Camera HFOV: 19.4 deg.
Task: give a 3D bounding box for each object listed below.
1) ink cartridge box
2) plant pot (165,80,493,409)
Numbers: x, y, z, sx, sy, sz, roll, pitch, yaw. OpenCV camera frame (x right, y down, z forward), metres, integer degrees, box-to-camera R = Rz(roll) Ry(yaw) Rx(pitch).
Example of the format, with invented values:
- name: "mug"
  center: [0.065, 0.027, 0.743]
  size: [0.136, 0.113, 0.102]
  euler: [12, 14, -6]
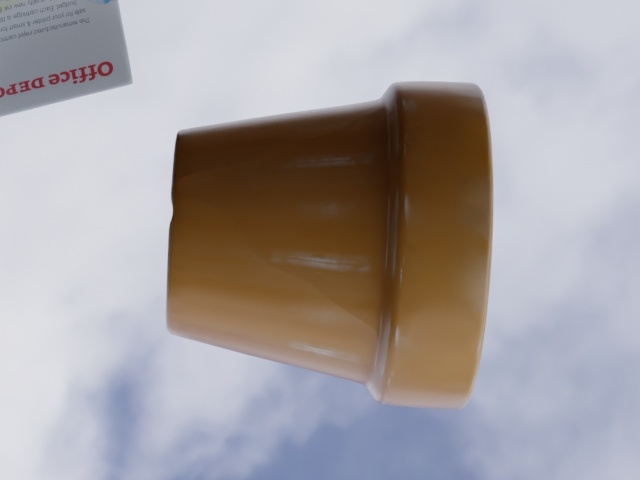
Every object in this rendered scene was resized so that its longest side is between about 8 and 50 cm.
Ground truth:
- name: "ink cartridge box"
  center: [-0.224, -0.188, 1.331]
  size: [0.128, 0.176, 0.127]
  euler: [-15, -160, -21]
- name: "plant pot"
  center: [0.000, 0.000, 1.168]
  size: [0.188, 0.205, 0.205]
  euler: [2, -134, -3]
